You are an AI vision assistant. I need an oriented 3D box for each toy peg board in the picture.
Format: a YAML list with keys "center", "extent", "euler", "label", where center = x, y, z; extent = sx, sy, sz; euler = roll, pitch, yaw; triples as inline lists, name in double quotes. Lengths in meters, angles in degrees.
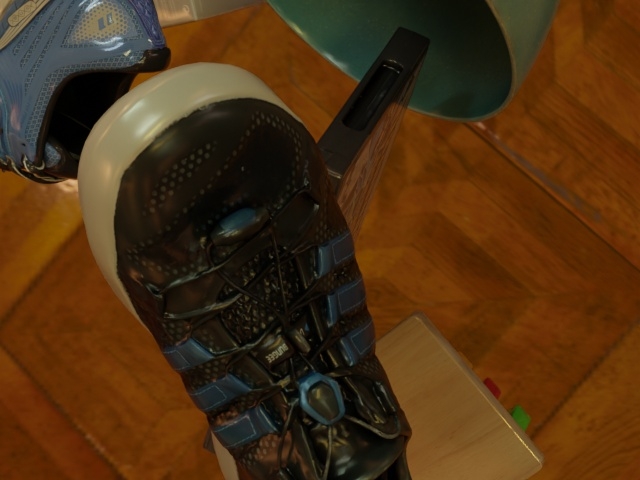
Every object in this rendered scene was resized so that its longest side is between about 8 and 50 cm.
- center: [0.083, 0.152, 1.154]
  extent: [0.161, 0.079, 0.160]
  euler: [-39, 92, 26]
  label: "toy peg board"

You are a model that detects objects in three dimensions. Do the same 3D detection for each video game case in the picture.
- center: [0.000, 0.000, 1.067]
  extent: [0.035, 0.248, 0.274]
  euler: [24, 124, 5]
  label: "video game case"

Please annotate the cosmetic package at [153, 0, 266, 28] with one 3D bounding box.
- center: [-0.181, -0.262, 1.397]
  extent: [0.238, 0.127, 0.107]
  euler: [-1, 108, 36]
  label: "cosmetic package"

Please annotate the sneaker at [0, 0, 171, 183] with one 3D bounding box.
- center: [-0.237, -0.089, 1.040]
  extent: [0.330, 0.130, 0.147]
  euler: [-36, 83, 35]
  label: "sneaker"

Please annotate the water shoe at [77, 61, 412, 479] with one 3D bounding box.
- center: [-0.004, 0.034, 0.410]
  extent: [0.073, 0.203, 0.080]
  euler: [-36, 48, -14]
  label: "water shoe"

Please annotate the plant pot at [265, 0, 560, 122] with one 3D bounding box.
- center: [0.086, -0.263, 1.091]
  extent: [0.290, 0.290, 0.195]
  euler: [32, 72, 21]
  label: "plant pot"
